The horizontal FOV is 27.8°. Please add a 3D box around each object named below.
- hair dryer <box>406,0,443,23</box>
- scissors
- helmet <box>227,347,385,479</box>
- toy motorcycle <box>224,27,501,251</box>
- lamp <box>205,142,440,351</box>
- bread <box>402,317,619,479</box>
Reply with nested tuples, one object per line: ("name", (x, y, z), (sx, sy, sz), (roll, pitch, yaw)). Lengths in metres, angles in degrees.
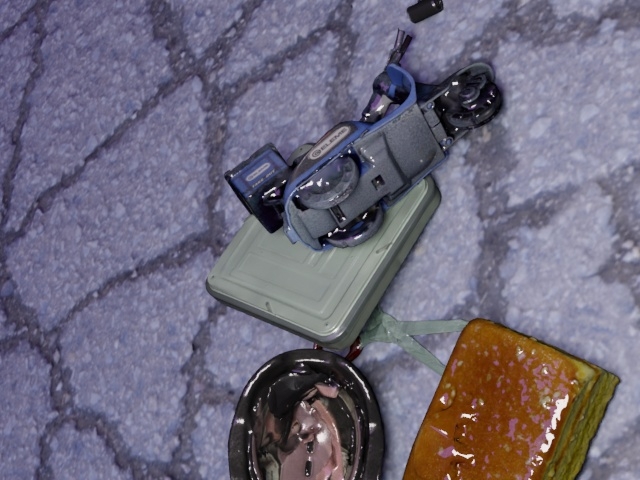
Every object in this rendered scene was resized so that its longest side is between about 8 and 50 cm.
("hair dryer", (0.144, -0.344, 1.791), (0.047, 0.026, 0.083), (-20, 57, 34))
("scissors", (0.097, 0.119, 1.696), (0.248, 0.017, 0.144), (15, 88, 42))
("helmet", (-0.016, 0.266, 1.661), (0.198, 0.154, 0.253), (1, 86, 3))
("toy motorcycle", (0.064, -0.131, 1.683), (0.358, 0.125, 0.212), (-37, 40, -5))
("lamp", (0.000, 0.000, 1.746), (0.269, 0.047, 0.266), (19, 69, 43))
("bread", (0.211, 0.223, 1.498), (0.184, 0.110, 0.234), (22, 92, 42))
